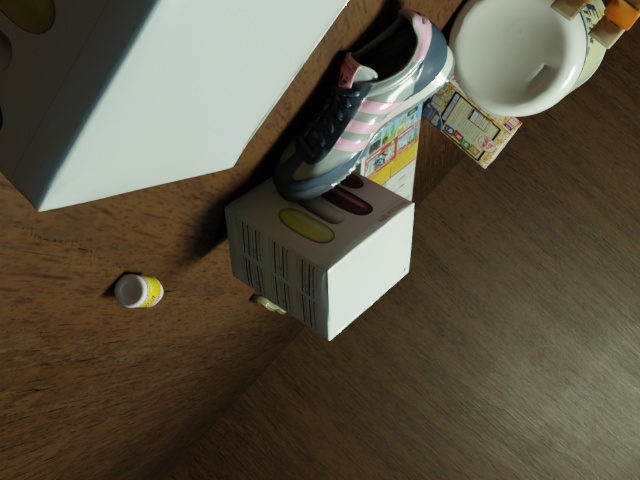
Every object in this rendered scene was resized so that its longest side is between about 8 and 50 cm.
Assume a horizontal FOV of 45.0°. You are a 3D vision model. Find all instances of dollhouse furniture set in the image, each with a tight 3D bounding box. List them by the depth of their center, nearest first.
[{"bbox_3d":[0.401,-0.432,1.114,0.135,0.259,0.262,-46,171,-24],"label":"dollhouse furniture set"}]

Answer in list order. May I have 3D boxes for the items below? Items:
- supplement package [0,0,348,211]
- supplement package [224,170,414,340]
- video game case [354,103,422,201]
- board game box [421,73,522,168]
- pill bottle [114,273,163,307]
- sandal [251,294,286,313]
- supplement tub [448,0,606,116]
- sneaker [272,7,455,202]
[{"bbox_3d":[-0.078,-0.170,0.430,0.262,0.145,0.204,-52,170,24],"label":"supplement package"},{"bbox_3d":[0.000,0.000,1.160,0.194,0.203,0.149,-38,144,-32],"label":"supplement package"},{"bbox_3d":[0.123,-0.142,1.452,0.204,0.025,0.285,-39,143,-40],"label":"video game case"},{"bbox_3d":[0.316,-0.261,1.652,0.045,0.193,0.146,-42,170,-26],"label":"board game box"},{"bbox_3d":[-0.237,0.067,1.023,0.043,0.043,0.083,-47,171,3],"label":"pill bottle"},{"bbox_3d":[-0.116,0.140,1.835,0.180,0.072,0.049,43,68,-77],"label":"sandal"},{"bbox_3d":[0.395,-0.369,1.423,0.235,0.235,0.325,-53,169,34],"label":"supplement tub"},{"bbox_3d":[0.036,-0.192,1.070,0.319,0.112,0.131,-45,146,5],"label":"sneaker"}]
